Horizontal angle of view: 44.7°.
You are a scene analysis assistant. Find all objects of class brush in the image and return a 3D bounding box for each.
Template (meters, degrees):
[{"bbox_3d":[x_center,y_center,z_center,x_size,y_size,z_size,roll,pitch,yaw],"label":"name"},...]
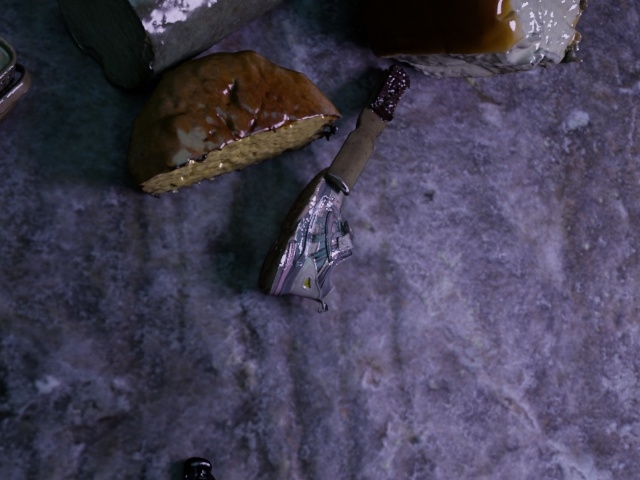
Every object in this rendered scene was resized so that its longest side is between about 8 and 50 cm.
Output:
[{"bbox_3d":[0.066,-0.150,0.997,0.043,0.036,0.248,36,48,-8],"label":"brush"}]

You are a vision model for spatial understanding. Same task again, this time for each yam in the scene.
[{"bbox_3d":[-0.147,-0.318,0.929,0.304,0.168,0.168,-40,94,-23],"label":"yam"}]

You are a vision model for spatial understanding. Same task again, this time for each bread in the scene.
[{"bbox_3d":[0.179,-0.345,0.973,0.225,0.250,0.279,-12,104,-41],"label":"bread"},{"bbox_3d":[-0.117,-0.148,0.917,0.260,0.129,0.134,-18,83,-26],"label":"bread"}]

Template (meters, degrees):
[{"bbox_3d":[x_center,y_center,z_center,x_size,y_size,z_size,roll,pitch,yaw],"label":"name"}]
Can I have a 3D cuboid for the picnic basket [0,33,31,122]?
[{"bbox_3d":[-0.446,-0.190,0.787,0.266,0.139,0.165,40,67,-9],"label":"picnic basket"}]

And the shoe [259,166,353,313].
[{"bbox_3d":[0.000,0.000,0.947,0.092,0.089,0.180,29,71,-12],"label":"shoe"}]

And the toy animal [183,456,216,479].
[{"bbox_3d":[-0.141,0.296,0.845,0.220,0.062,0.108,11,92,-20],"label":"toy animal"}]
